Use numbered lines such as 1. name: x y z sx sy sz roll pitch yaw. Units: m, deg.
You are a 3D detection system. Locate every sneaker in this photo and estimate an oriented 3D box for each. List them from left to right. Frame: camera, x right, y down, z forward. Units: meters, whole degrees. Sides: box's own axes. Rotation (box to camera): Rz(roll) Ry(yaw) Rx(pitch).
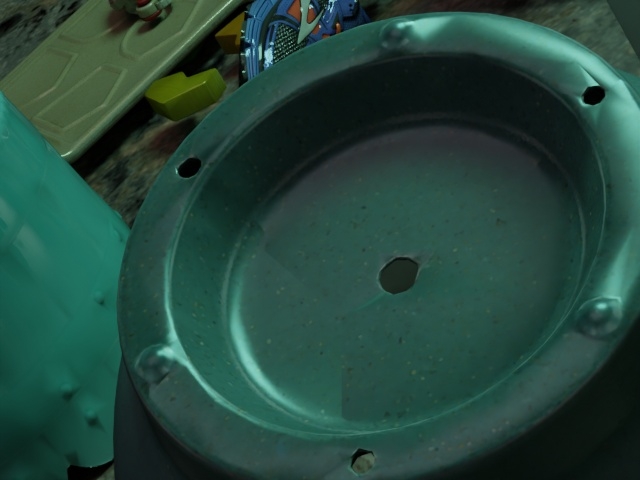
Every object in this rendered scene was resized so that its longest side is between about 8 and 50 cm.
1. sneaker: -0.008 -0.140 1.177 0.087 0.083 0.221 6 57 4

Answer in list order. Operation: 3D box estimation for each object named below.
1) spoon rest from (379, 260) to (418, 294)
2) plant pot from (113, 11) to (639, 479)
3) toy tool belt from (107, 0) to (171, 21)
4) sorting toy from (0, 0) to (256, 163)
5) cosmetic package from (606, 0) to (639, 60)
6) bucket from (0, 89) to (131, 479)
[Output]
1. spoon rest: 0.038 0.010 0.896 0.276 0.137 0.084 -51 35 -3
2. plant pot: 0.050 0.049 0.572 0.293 0.196 0.293 -12 53 16
3. toy tool belt: -0.154 -0.212 1.382 0.052 0.051 0.083 -31 30 1
4. sorting toy: -0.151 -0.132 1.355 0.229 0.041 0.307 -42 31 -17
5. cosmetic package: 0.291 -0.193 0.896 0.224 0.138 0.225 -49 32 -20
6. bucket: -0.243 0.042 1.067 0.281 0.183 0.281 -26 33 18
